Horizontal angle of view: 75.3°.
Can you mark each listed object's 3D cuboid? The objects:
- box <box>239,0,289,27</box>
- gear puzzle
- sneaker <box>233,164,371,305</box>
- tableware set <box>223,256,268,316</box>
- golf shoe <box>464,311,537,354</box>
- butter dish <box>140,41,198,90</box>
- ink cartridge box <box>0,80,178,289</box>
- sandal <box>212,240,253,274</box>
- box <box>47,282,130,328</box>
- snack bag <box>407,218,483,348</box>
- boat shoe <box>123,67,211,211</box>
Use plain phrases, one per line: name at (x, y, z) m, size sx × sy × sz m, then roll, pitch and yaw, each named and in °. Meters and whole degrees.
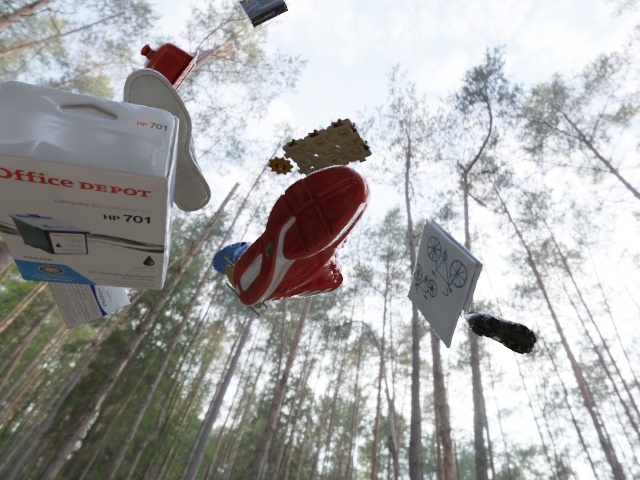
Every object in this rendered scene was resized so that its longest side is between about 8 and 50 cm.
box at (-0.171, -0.701, 1.241) m, size 0.116 × 0.162 × 0.029 m, roll -26°, pitch -38°, yaw 0°
gear puzzle at (-0.016, -0.273, 1.301) m, size 0.339 × 0.044 × 0.175 m, roll -16°, pitch -40°, yaw 29°
sneaker at (0.000, 0.000, 0.497) m, size 0.128 × 0.087 × 0.221 m, roll 5°, pitch -35°, yaw -47°
tableware set at (-0.235, 0.142, 1.318) m, size 0.194 × 0.039 × 0.128 m, roll 36°, pitch -43°, yaw 32°
golf shoe at (0.468, 0.230, 1.081) m, size 0.198 × 0.094 × 0.077 m, roll 26°, pitch -87°, yaw -11°
butter dish at (-0.413, -0.460, 1.085) m, size 0.118 × 0.160 × 0.160 m, roll 37°, pitch -89°, yaw -33°
ink cartridge box at (-0.214, -0.035, 0.393) m, size 0.140 × 0.082 × 0.190 m, roll 7°, pitch -34°, yaw -18°
sandal at (-0.238, 0.059, 1.403) m, size 0.318 × 0.138 × 0.126 m, roll -8°, pitch -93°, yaw 22°
box at (-0.491, 0.104, 0.876) m, size 0.137 × 0.072 × 0.126 m, roll -19°, pitch -85°, yaw 29°
snack bag at (0.400, 0.142, 1.385) m, size 0.037 × 0.323 × 0.342 m, roll -1°, pitch -63°, yaw -16°
boat shoe at (-0.199, -0.126, 0.532) m, size 0.075 × 0.065 × 0.206 m, roll -26°, pitch -38°, yaw -15°
